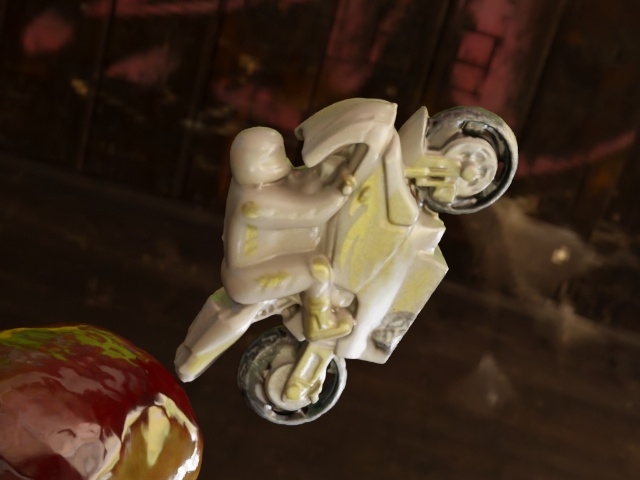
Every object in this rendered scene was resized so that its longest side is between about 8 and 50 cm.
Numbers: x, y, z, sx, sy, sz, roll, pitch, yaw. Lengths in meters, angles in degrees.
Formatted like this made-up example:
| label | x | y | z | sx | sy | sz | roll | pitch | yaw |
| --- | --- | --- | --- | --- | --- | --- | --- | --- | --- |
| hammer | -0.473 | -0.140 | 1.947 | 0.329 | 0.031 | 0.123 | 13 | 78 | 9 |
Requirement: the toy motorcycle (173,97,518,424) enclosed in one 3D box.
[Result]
| label | x | y | z | sx | sy | sz | roll | pitch | yaw |
| --- | --- | --- | --- | --- | --- | --- | --- | --- | --- |
| toy motorcycle | 0.000 | 0.000 | 1.486 | 0.223 | 0.341 | 0.108 | 29 | -163 | -19 |

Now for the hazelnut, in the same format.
| label | x | y | z | sx | sy | sz | roll | pitch | yaw |
| --- | --- | --- | --- | --- | --- | --- | --- | --- | --- |
| hazelnut | -0.210 | 0.158 | 1.297 | 0.229 | 0.229 | 0.229 | 11 | -148 | -7 |
